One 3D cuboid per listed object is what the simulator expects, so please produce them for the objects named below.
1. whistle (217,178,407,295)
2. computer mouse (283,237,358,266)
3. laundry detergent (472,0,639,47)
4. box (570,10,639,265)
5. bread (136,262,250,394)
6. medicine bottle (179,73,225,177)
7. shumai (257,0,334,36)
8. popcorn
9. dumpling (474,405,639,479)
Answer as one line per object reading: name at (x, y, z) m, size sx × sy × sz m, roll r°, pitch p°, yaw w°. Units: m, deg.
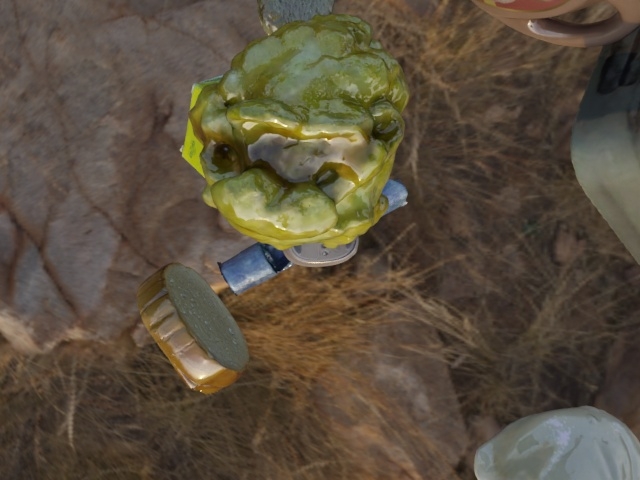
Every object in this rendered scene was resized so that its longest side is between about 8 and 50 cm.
whistle at (-0.010, -0.014, 1.497) m, size 0.304 × 0.062 × 0.062 m, roll -29°, pitch 102°, yaw 4°
computer mouse at (0.000, 0.000, 1.225) m, size 0.096 × 0.039 × 0.066 m, roll -5°, pitch 83°, yaw 4°
laundry detergent at (0.230, -0.233, 0.845) m, size 0.076 × 0.237 × 0.171 m, roll -51°, pitch 150°, yaw -26°
box at (0.425, -0.103, 1.003) m, size 0.396 × 0.111 × 0.396 m, roll 46°, pitch 57°, yaw -28°
bread at (-0.208, 0.144, 1.629) m, size 0.070 × 0.236 × 0.236 m, roll -36°, pitch 105°, yaw 12°
medicine bottle at (-0.074, -0.127, 1.441) m, size 0.141 × 0.250 × 0.137 m, roll -24°, pitch 143°, yaw -38°
shumai at (-0.048, -0.308, 1.305) m, size 0.124 × 0.087 × 0.099 m, roll -39°, pitch 107°, yaw -33°
popcorn at (-0.023, -0.118, 1.054) m, size 0.235 × 0.242 × 0.250 m, roll 7°, pitch 85°, yaw -13°
dumpling at (0.396, 0.359, 1.446) m, size 0.318 × 0.243 × 0.187 m, roll 14°, pitch 112°, yaw -20°
